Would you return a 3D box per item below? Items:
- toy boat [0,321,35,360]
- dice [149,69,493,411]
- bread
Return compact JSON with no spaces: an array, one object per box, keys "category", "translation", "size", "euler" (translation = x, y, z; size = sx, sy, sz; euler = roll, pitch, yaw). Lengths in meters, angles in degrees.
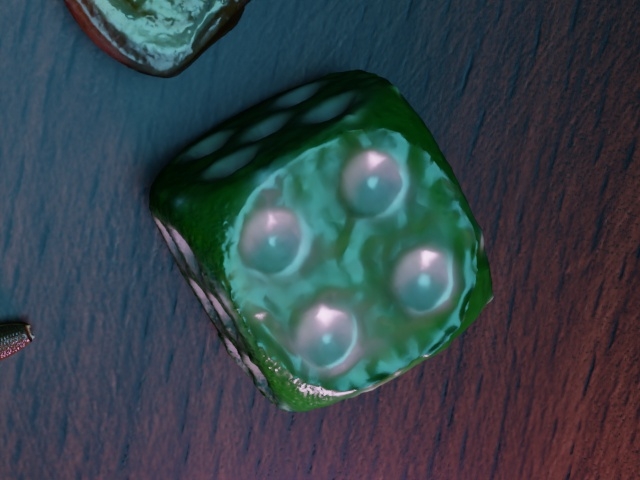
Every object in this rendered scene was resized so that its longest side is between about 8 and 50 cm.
[{"category":"toy boat","translation":[-0.402,0.130,1.709],"size":[0.149,0.049,0.047],"euler":[-22,103,-8]},{"category":"dice","translation":[0.000,0.000,1.657],"size":[0.300,0.287,0.297],"euler":[-29,106,-8]},{"category":"bread","translation":[-0.197,-0.297,1.651],"size":[0.244,0.123,0.190],"euler":[38,91,-14]}]
